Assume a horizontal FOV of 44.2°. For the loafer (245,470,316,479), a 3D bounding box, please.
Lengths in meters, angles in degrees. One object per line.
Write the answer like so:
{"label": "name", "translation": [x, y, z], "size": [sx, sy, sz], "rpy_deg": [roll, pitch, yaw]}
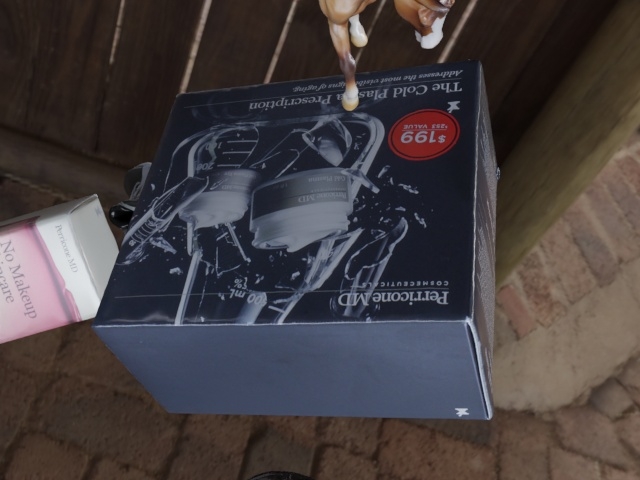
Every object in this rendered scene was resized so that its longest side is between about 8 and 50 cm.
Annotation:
{"label": "loafer", "translation": [-0.069, 0.339, 0.524], "size": [0.134, 0.130, 0.366], "rpy_deg": [25, 74, 11]}

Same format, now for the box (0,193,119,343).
{"label": "box", "translation": [-0.406, 0.046, 1.087], "size": [0.232, 0.149, 0.127], "rpy_deg": [-16, 13, 7]}

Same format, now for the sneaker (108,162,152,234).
{"label": "sneaker", "translation": [-0.292, -0.065, 1.265], "size": [0.132, 0.086, 0.228], "rpy_deg": [-15, 28, -39]}

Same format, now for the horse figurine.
{"label": "horse figurine", "translation": [0.005, -0.212, 0.520], "size": [0.066, 0.174, 0.263], "rpy_deg": [-18, 76, -6]}

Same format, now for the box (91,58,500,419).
{"label": "box", "translation": [0.000, 0.000, 0.800], "size": [0.343, 0.179, 0.312], "rpy_deg": [-4, 52, 17]}
